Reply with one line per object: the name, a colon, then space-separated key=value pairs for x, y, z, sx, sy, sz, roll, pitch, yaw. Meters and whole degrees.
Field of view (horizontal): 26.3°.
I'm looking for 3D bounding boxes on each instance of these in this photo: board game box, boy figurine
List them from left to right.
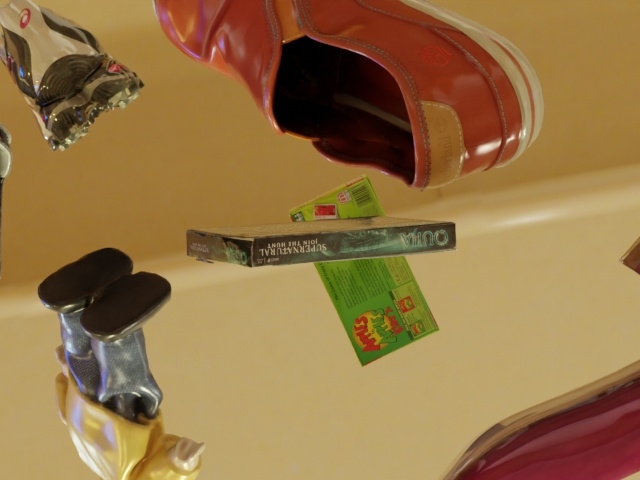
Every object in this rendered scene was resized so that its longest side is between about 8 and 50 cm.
boy figurine: x=-0.155 y=0.154 z=1.146 sx=0.177 sy=0.285 sz=0.092 roll=26 pitch=-133 yaw=38
board game box: x=0.000 y=0.000 z=1.118 sx=0.186 sy=0.026 sz=0.126 roll=-4 pitch=-174 yaw=-28
board game box: x=0.046 y=0.031 z=1.450 sx=0.092 sy=0.181 sz=0.043 roll=-25 pitch=-173 yaw=2

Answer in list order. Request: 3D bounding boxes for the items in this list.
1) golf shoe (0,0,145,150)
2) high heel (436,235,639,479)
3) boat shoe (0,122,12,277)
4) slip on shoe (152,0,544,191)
golf shoe: x=-0.228 y=-0.154 z=1.230 sx=0.105 sy=0.120 sz=0.273 roll=-38 pitch=-174 yaw=-9
high heel: x=0.176 y=0.151 z=0.788 sx=0.377 sy=0.181 sz=0.127 roll=-53 pitch=171 yaw=16
boat shoe: x=-0.328 y=-0.080 z=1.240 sx=0.102 sy=0.301 sz=0.108 roll=-17 pitch=146 yaw=17
slip on shoe: x=-0.010 y=-0.121 z=0.895 sx=0.101 sy=0.123 sz=0.331 roll=-30 pitch=-137 yaw=-32
